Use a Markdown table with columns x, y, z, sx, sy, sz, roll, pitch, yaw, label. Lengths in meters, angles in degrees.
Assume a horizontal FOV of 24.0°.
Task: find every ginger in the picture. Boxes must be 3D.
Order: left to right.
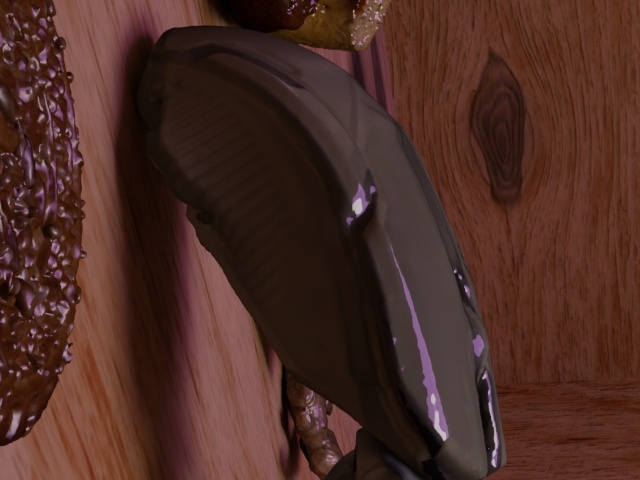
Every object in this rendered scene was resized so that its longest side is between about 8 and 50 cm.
| x | y | z | sx | sy | sz | roll | pitch | yaw | label |
| --- | --- | --- | --- | --- | --- | --- | --- | --- | --- |
| -0.011 | 0.161 | 1.716 | 0.149 | 0.065 | 0.259 | 95 | -14 | -67 | ginger |

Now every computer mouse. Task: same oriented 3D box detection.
| x | y | z | sx | sy | sz | roll | pitch | yaw | label |
| --- | --- | --- | --- | --- | --- | --- | --- | --- | --- |
| 0.021 | -0.014 | 1.136 | 0.429 | 0.145 | 0.228 | 56 | 16 | 13 | computer mouse |

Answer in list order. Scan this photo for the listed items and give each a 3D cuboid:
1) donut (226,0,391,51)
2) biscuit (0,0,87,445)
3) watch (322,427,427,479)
| x | y | z | sx | sy | sz | roll | pitch | yaw | label |
| --- | --- | --- | --- | --- | --- | --- | --- | --- | --- |
| -0.036 | -0.256 | 1.504 | 0.295 | 0.151 | 0.112 | 6 | 92 | -68 | donut |
| -0.172 | -0.043 | 0.772 | 0.305 | 0.038 | 0.305 | -4 | 90 | -82 | biscuit |
| 0.019 | 0.275 | 1.130 | 0.241 | 0.161 | 0.253 | -52 | -169 | 24 | watch |
